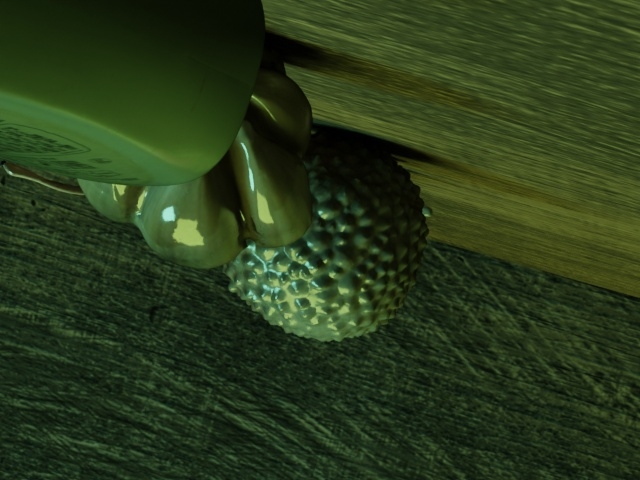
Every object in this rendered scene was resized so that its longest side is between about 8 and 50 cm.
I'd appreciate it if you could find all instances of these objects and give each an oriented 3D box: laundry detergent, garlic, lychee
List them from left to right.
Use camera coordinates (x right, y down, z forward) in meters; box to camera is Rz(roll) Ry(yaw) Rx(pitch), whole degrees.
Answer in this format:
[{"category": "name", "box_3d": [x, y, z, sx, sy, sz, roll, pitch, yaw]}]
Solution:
[{"category": "laundry detergent", "box_3d": [-0.172, -0.099, 0.667, 0.215, 0.105, 0.280, 17, -178, 39]}, {"category": "garlic", "box_3d": [-0.056, -0.060, 1.007, 0.131, 0.127, 0.194, 20, 159, -1]}, {"category": "lychee", "box_3d": [0.000, 0.000, 1.493, 0.165, 0.165, 0.197, 16, 145, -10]}]

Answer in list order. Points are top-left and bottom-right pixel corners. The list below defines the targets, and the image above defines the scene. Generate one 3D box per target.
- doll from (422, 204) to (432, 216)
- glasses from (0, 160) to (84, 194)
[{"category": "doll", "box_3d": [0.018, -0.047, 1.641, 0.161, 0.059, 0.160, 18, 178, -37]}, {"category": "glasses", "box_3d": [-0.140, -0.063, 1.536, 0.162, 0.095, 0.255, 29, -170, 25]}]
